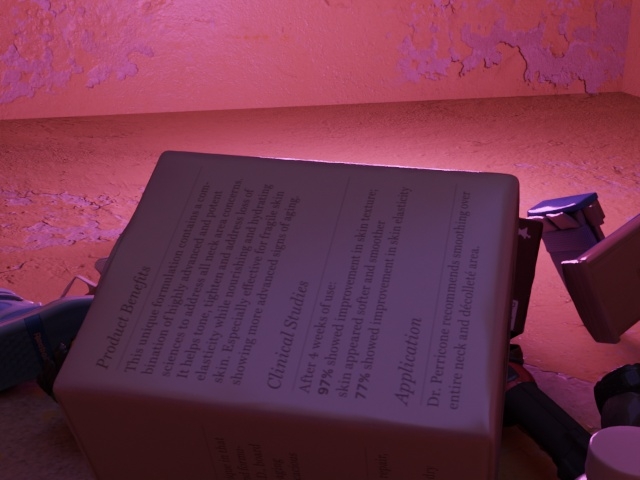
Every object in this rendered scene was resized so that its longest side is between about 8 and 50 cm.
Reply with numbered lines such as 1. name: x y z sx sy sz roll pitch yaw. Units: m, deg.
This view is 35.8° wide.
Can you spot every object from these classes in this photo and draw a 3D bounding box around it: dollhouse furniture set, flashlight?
1. dollhouse furniture set: 0.431 0.092 1.609 0.198 0.287 0.303 -31 11 -24
2. flashlight: 0.285 0.246 1.269 0.103 0.103 0.304 21 13 -30

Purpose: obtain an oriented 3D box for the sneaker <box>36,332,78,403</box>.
1. sneaker: -0.229 0.192 1.386 0.146 0.134 0.343 47 31 18

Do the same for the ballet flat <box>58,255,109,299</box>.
1. ballet flat: -0.348 0.071 1.559 0.232 0.073 0.080 -42 3 7

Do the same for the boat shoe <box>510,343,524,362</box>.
1. boat shoe: 0.216 0.174 1.502 0.183 0.066 0.066 2 19 3

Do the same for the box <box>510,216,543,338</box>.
1. box: 0.229 0.052 1.503 0.166 0.169 0.203 12 -9 6

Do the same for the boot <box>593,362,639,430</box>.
1. boot: 0.449 0.295 1.106 0.338 0.118 0.223 20 43 -14

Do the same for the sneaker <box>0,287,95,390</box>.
1. sneaker: -0.425 0.122 1.495 0.318 0.127 0.208 -10 22 -15

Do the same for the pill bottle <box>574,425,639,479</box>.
1. pill bottle: 0.284 0.293 0.928 0.124 0.222 0.124 1 19 0

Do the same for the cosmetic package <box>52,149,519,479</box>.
1. cosmetic package: -0.004 0.138 1.040 0.393 0.328 0.330 5 48 12
